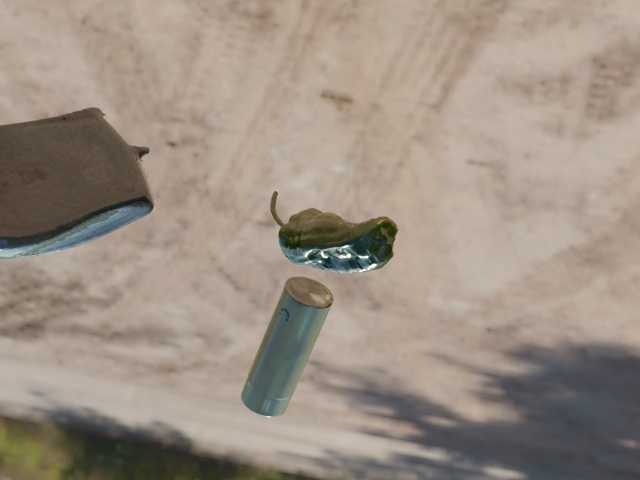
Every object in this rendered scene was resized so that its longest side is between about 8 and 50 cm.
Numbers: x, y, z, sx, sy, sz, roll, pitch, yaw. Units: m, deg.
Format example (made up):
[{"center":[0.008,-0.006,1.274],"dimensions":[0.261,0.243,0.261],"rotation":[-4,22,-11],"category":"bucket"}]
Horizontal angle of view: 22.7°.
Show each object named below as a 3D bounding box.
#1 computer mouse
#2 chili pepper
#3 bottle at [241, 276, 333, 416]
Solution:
[{"center":[-0.385,-0.067,2.151],"dimensions":[0.371,0.188,0.122],"rotation":[-20,162,-41],"category":"computer mouse"},{"center":[0.002,0.001,1.767],"dimensions":[0.204,0.073,0.072],"rotation":[8,133,51],"category":"chili pepper"},{"center":[-0.048,0.150,2.226],"dimensions":[0.072,0.201,0.072],"rotation":[17,-151,-10],"category":"bottle"}]
